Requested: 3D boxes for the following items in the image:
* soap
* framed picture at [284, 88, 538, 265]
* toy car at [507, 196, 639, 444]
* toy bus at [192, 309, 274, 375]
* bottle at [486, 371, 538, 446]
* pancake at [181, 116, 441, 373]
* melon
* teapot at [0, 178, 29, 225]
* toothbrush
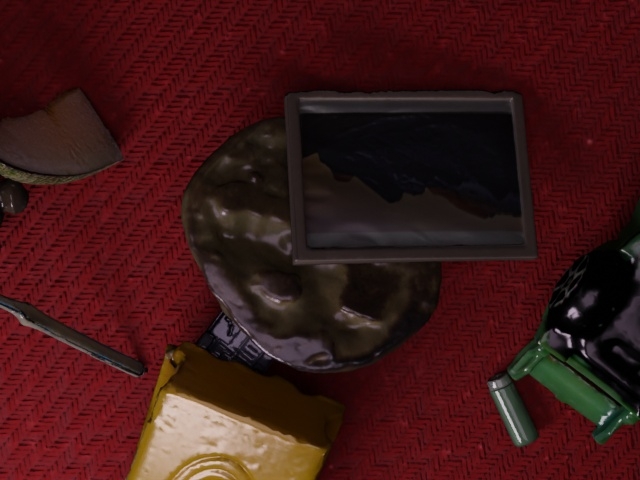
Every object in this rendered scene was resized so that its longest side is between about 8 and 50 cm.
[{"bbox_3d":[-0.120,0.282,1.864,0.204,0.096,0.324,22,122,1],"label":"soap"},{"bbox_3d":[0.095,-0.069,1.821,0.265,0.018,0.192,-2,75,-11],"label":"framed picture"},{"bbox_3d":[0.371,0.057,1.822,0.213,0.176,0.358,36,95,-5],"label":"toy car"},{"bbox_3d":[-0.068,0.090,1.882,0.087,0.098,0.178,38,96,-5],"label":"toy bus"},{"bbox_3d":[0.215,0.190,1.918,0.030,0.030,0.083,-25,97,7],"label":"bottle"},{"bbox_3d":[0.000,0.000,1.824,0.294,0.049,0.294,4,71,-12],"label":"pancake"},{"bbox_3d":[-0.297,-0.098,1.820,0.054,0.182,0.098,-23,96,38],"label":"melon"},{"bbox_3d":[-0.458,-0.063,1.848,0.285,0.305,0.223,-5,141,-4],"label":"teapot"},{"bbox_3d":[-0.296,0.092,1.845,0.028,0.026,0.294,-29,139,36],"label":"toothbrush"}]
